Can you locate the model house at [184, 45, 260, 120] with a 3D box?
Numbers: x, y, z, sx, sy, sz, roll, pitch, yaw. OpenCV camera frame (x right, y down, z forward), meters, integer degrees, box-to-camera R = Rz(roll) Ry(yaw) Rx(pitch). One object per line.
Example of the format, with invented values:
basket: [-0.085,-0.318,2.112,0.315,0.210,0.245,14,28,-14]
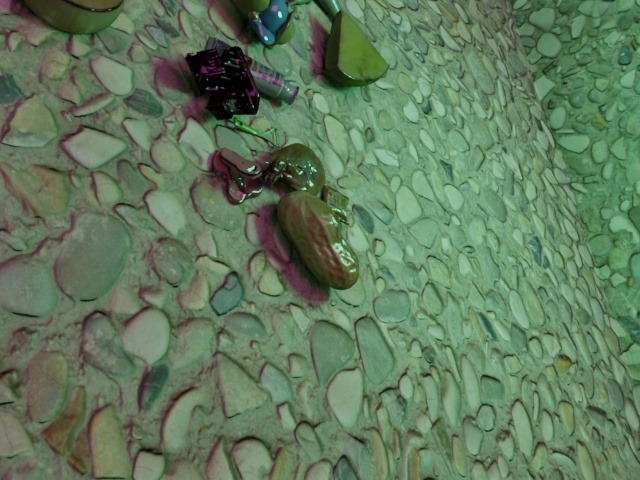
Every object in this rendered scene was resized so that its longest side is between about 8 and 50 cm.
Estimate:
model house: [-0.264,-0.427,1.667,0.203,0.141,0.164,62,21,8]

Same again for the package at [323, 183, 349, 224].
package: [0.047,-0.114,1.882,0.108,0.031,0.121,30,44,-30]

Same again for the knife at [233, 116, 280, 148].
knife: [-0.185,-0.314,1.770,0.166,0.022,0.078,14,52,-40]

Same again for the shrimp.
shrimp: [-0.072,-0.190,1.767,0.168,0.077,0.317,56,33,-4]

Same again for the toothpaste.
toothpaste: [-0.204,-0.503,1.833,0.299,0.073,0.114,25,51,-23]

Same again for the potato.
potato: [0.084,-0.631,2.153,0.269,0.112,0.255,45,47,-12]

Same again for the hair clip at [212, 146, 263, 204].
hair clip: [-0.227,-0.174,1.649,0.138,0.102,0.123,30,38,15]

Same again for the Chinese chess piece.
Chinese chess piece: [-0.600,-0.624,1.478,0.257,0.104,0.257,23,54,-35]

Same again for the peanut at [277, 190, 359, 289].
peanut: [0.000,0.000,1.689,0.152,0.152,0.313,-33,94,-48]

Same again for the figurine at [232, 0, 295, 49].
figurine: [-0.178,-0.732,1.916,0.262,0.153,0.180,57,15,-23]

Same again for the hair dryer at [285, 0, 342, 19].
hair dryer: [-0.005,-0.843,2.228,0.229,0.092,0.267,41,58,-28]
